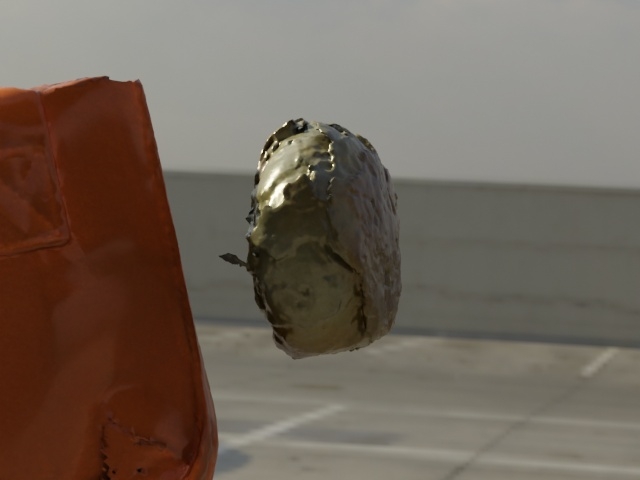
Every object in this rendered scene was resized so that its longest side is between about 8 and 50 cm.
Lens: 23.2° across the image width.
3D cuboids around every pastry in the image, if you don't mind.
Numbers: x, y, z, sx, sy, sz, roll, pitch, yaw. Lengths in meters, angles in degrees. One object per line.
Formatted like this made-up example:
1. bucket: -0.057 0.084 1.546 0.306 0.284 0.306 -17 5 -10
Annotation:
1. pastry: 0.005 0.001 0.961 0.081 0.153 0.153 -12 -7 24

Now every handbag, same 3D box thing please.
1. handbag: -0.275 0.068 0.905 0.410 0.303 0.116 -12 1 -29
